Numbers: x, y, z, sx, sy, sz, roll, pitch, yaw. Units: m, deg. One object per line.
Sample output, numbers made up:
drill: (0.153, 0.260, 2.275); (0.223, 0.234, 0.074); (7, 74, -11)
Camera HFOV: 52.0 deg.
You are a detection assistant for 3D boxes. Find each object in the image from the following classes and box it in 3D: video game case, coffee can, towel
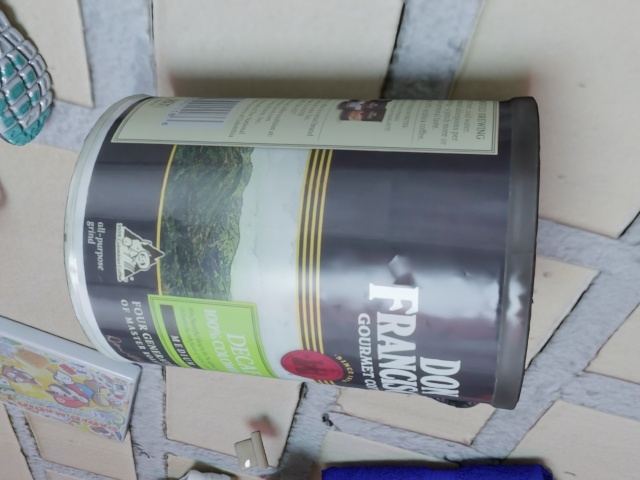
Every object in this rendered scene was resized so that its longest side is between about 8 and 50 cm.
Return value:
video game case: (-0.365, 0.192, 0.892); (0.227, 0.026, 0.206); (21, 137, -5)
coffee can: (0.000, 0.000, 0.461); (0.275, 0.201, 0.201); (4, 135, 14)
towel: (0.176, 0.373, 0.890); (0.308, 0.076, 0.227); (-10, 124, 26)

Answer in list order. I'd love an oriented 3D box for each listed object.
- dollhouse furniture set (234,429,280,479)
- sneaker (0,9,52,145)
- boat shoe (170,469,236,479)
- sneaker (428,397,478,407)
dollhouse furniture set: (0.013, 0.423, 0.929); (0.174, 0.355, 0.303); (-15, 169, -8)
sneaker: (-0.269, -0.149, 0.503); (0.076, 0.065, 0.166); (13, 136, 27)
boat shoe: (-0.242, 0.432, 1.055); (0.096, 0.098, 0.277); (33, 125, -17)
sneaker: (0.055, 0.067, 0.600); (0.234, 0.106, 0.078); (27, 107, 20)
